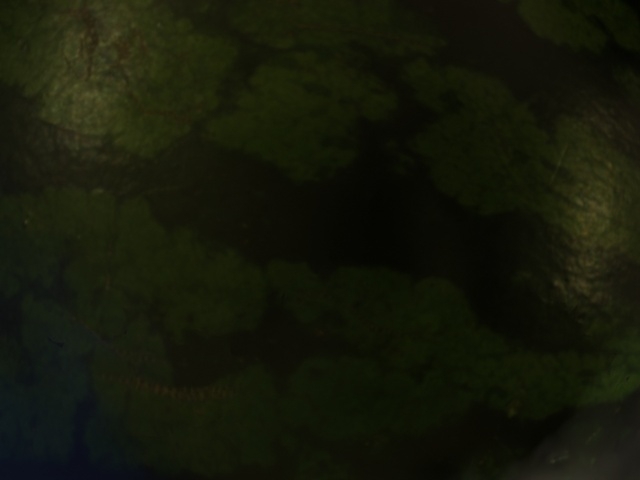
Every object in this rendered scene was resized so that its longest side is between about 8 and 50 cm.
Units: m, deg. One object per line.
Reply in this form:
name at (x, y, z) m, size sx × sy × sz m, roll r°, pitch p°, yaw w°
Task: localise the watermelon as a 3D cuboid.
watermelon at (0.000, 0.000, 0.578) m, size 0.285 × 0.285 × 0.285 m, roll 30°, pitch -167°, yaw -8°
